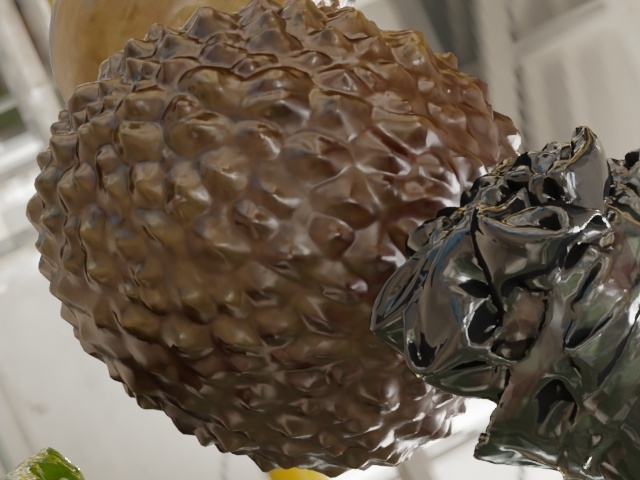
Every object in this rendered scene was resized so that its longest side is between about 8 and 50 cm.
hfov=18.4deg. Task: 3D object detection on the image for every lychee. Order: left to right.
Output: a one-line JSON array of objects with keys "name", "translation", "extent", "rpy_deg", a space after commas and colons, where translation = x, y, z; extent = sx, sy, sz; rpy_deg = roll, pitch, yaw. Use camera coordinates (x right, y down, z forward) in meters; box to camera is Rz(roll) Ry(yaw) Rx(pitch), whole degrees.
[{"name": "lychee", "translation": [0.000, 0.000, 0.810], "extent": [0.200, 0.238, 0.200], "rpy_deg": [-168, -90, -87]}]

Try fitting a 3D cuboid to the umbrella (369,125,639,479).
[{"name": "umbrella", "translation": [0.137, 0.084, 0.638], "extent": [0.272, 0.122, 0.110], "rpy_deg": [51, -8, -3]}]

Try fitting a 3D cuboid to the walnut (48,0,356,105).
[{"name": "walnut", "translation": [-0.071, -0.189, 1.393], "extent": [0.203, 0.298, 0.203], "rpy_deg": [30, 8, -5]}]

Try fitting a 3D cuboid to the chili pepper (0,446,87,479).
[{"name": "chili pepper", "translation": [-0.110, 0.123, 0.760], "extent": [0.050, 0.052, 0.202], "rpy_deg": [60, 2, -18]}]
